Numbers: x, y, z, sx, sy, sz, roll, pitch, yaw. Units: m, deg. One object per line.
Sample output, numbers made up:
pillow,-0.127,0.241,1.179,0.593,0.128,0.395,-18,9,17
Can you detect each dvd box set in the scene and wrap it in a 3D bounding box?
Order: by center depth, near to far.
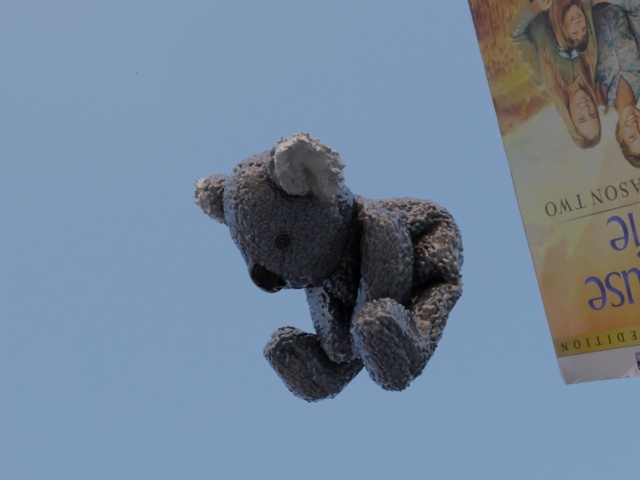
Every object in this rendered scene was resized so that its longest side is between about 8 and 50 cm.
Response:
dvd box set,0.236,-0.124,0.995,0.062,0.307,0.420,-12,-92,-37

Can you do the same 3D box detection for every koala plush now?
koala plush,0.000,0.000,1.311,0.221,0.196,0.203,40,-119,-18
